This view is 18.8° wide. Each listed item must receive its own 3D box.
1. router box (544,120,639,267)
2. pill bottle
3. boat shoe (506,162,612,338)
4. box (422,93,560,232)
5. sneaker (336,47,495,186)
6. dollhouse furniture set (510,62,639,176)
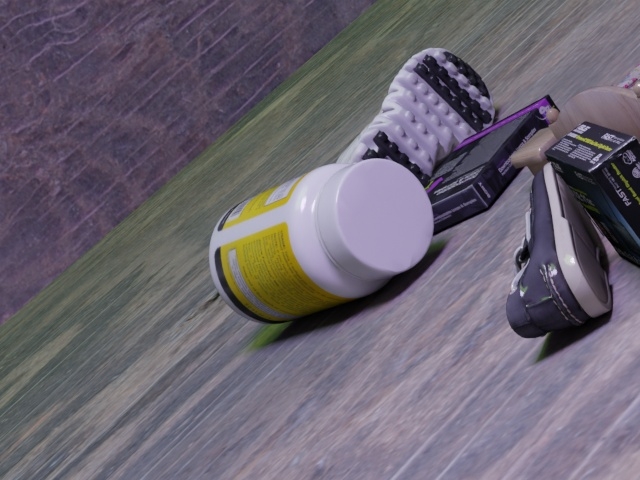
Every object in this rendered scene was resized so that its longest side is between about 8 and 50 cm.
[{"bbox_3d":[0.197,-0.026,1.239,0.038,0.092,0.122,-37,10,-1],"label":"router box"},{"bbox_3d":[0.000,0.000,1.685,0.119,0.119,0.208,-44,13,-31],"label":"pill bottle"},{"bbox_3d":[0.151,0.006,1.304,0.065,0.075,0.206,-31,17,15],"label":"boat shoe"},{"bbox_3d":[0.140,-0.062,1.743,0.116,0.029,0.162,-27,13,46],"label":"box"},{"bbox_3d":[0.077,-0.092,1.891,0.118,0.110,0.292,-40,6,42],"label":"sneaker"},{"bbox_3d":[0.303,-0.219,1.497,0.303,0.174,0.355,-42,12,-24],"label":"dollhouse furniture set"}]
